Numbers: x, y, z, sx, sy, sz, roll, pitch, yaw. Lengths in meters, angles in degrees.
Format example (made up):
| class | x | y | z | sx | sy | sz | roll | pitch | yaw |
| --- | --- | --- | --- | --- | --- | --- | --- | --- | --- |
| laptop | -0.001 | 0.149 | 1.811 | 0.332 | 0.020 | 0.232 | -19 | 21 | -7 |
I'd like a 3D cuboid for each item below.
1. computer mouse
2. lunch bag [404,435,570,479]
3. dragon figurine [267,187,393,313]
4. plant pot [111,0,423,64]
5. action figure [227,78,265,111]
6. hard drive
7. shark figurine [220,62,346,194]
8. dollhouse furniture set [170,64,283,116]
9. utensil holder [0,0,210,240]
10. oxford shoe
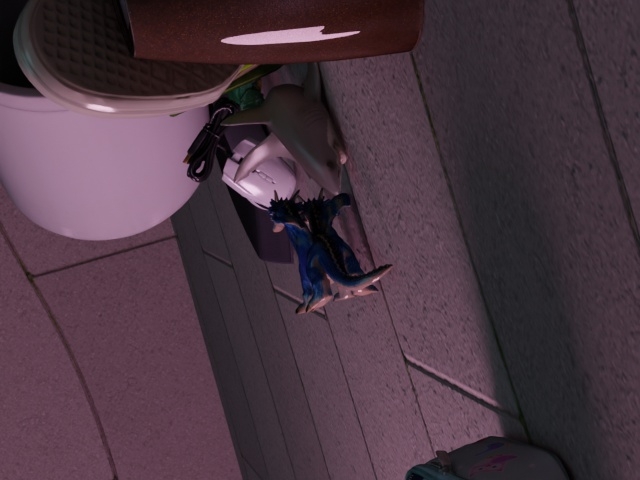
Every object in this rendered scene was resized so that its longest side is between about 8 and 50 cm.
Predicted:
| class | x | y | z | sx | sy | sz | roll | pitch | yaw |
| --- | --- | --- | --- | --- | --- | --- | --- | --- | --- |
| computer mouse | -0.083 | -0.090 | 2.067 | 0.042 | 0.106 | 0.193 | 28 | 177 | 43 |
| lunch bag | 0.160 | 0.302 | 1.407 | 0.224 | 0.108 | 0.279 | -179 | 73 | -79 |
| dragon figurine | 0.000 | 0.000 | 1.855 | 0.289 | 0.085 | 0.144 | 157 | 97 | -81 |
| plant pot | -0.060 | -0.234 | 1.408 | 0.215 | 0.230 | 0.215 | 164 | 90 | -79 |
| action figure | -0.106 | -0.234 | 2.116 | 0.137 | 0.063 | 0.232 | 92 | 163 | -54 |
| hard drive | -0.099 | -0.103 | 2.308 | 0.172 | 0.054 | 0.255 | 88 | 163 | -52 |
| shark figurine | -0.058 | -0.131 | 1.898 | 0.278 | 0.116 | 0.166 | -163 | 59 | -76 |
| dollhouse furniture set | -0.150 | -0.314 | 1.880 | 0.301 | 0.151 | 0.197 | 61 | 159 | -1 |
| utensil holder | -0.306 | -0.217 | 2.185 | 0.385 | 0.327 | 0.328 | 83 | 167 | -61 |
| oxford shoe | -0.151 | -0.197 | 1.585 | 0.169 | 0.130 | 0.449 | 56 | -149 | -5 |
